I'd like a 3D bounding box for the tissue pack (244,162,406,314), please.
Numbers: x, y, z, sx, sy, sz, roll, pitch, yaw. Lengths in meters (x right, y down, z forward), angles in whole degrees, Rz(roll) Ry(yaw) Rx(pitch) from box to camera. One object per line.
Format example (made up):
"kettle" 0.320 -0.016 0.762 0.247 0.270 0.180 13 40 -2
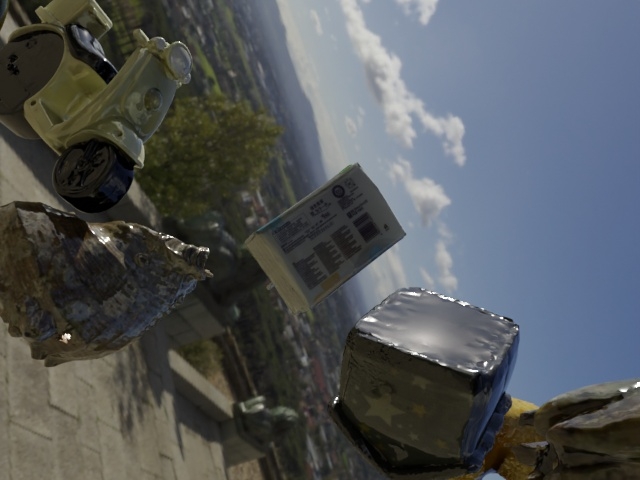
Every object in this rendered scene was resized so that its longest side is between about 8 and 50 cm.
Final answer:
"tissue pack" 0.000 0.000 1.207 0.159 0.229 0.145 55 -25 -5

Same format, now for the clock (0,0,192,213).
"clock" -0.348 -0.226 1.040 0.379 0.276 0.120 38 -9 29

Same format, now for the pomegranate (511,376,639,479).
"pomegranate" 0.285 0.103 0.404 0.285 0.341 0.284 171 -90 -83

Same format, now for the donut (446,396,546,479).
"donut" 0.389 0.473 1.402 0.435 0.378 0.163 42 -48 14

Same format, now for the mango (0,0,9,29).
"mango" -0.466 -0.262 0.830 0.146 0.289 0.129 25 -5 -32

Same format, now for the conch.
"conch" -0.345 0.084 1.014 0.297 0.353 0.209 111 -11 -67

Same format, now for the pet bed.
"pet bed" 0.127 0.170 0.816 0.211 0.183 0.159 -27 131 -63
